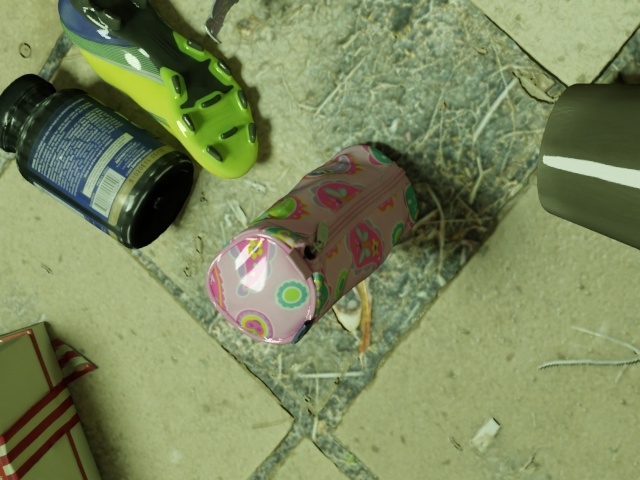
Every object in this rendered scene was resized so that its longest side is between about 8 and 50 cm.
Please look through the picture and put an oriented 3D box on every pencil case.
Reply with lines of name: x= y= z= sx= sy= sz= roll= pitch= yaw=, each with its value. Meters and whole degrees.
pencil case: x=0.000 y=0.000 z=1.598 sx=0.124 sy=0.284 sz=0.124 roll=9 pitch=114 yaw=22

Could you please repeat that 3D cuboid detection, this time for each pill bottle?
pill bottle: x=-0.261 y=-0.094 z=1.807 sx=0.219 sy=0.123 sz=0.122 roll=33 pitch=119 yaw=16

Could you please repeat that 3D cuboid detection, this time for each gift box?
gift box: x=-0.401 y=0.254 z=1.925 sx=0.276 sy=0.258 sz=0.255 roll=-13 pitch=98 yaw=11

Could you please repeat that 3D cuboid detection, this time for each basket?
basket: x=0.328 y=-0.061 z=1.484 sx=0.227 sy=0.154 sz=0.204 roll=14 pitch=110 yaw=28

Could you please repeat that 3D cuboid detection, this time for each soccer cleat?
soccer cleat: x=-0.176 y=-0.178 z=1.771 sx=0.289 sy=0.093 sz=0.121 roll=48 pitch=152 yaw=2

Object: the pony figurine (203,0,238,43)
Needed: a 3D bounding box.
pony figurine: x=-0.025 y=-0.369 z=1.534 sx=0.364 sy=0.303 sz=0.351 roll=21 pitch=83 yaw=25
